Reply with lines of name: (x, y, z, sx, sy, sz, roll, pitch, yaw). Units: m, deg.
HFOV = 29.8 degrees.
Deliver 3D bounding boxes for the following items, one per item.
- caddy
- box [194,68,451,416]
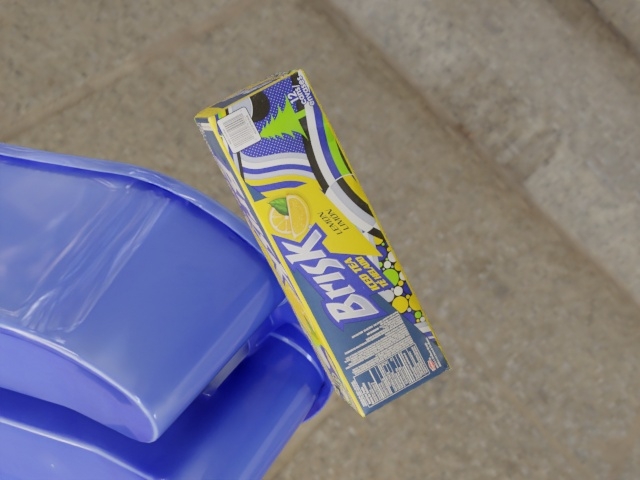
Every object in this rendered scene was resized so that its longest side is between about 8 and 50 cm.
caddy: (-0.155, 0.057, 0.800, 0.341, 0.241, 0.179, 11, 49, 28)
box: (0.000, 0.000, 0.609, 0.054, 0.059, 0.169, -28, 101, -9)
